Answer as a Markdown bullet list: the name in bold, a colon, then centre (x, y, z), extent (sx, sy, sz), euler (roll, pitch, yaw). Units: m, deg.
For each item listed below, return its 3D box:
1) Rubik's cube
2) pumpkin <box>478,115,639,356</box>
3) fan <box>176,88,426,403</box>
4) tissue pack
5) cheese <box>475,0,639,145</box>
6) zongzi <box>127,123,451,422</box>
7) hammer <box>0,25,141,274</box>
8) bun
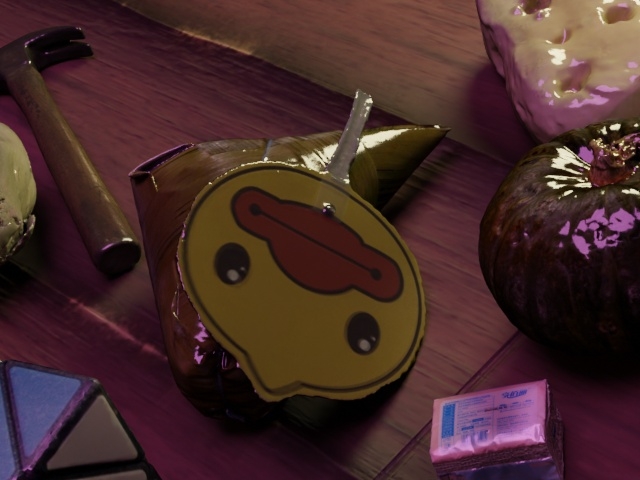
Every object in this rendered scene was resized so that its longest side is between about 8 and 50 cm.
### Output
- **Rubik's cube**: centre (-0.258, 0.227, 1.439), extent (0.205, 0.207, 0.205), euler (10, 52, 33)
- **pumpkin**: centre (0.233, -0.009, 1.458), extent (0.224, 0.157, 0.223), euler (-13, 31, 8)
- **fan**: centre (-0.001, 0.000, 1.554), extent (0.011, 0.230, 0.335), euler (-43, 23, 51)
- **tissue pack**: centre (0.134, 0.153, 1.413), extent (0.094, 0.058, 0.074), euler (-12, 39, 18)
- **cheese**: centre (0.236, -0.178, 1.693), extent (0.159, 0.093, 0.263), euler (-25, 40, 5)
- **zongzi**: centre (-0.001, 0.006, 1.612), extent (0.300, 0.138, 0.286), euler (-13, 45, -5)
- **hammer**: centre (-0.273, -0.095, 1.931), extent (0.168, 0.044, 0.440), euler (-31, 40, -2)
- **bun**: centre (-0.386, -0.022, 1.838), extent (0.239, 0.141, 0.239), euler (-19, 34, 14)
